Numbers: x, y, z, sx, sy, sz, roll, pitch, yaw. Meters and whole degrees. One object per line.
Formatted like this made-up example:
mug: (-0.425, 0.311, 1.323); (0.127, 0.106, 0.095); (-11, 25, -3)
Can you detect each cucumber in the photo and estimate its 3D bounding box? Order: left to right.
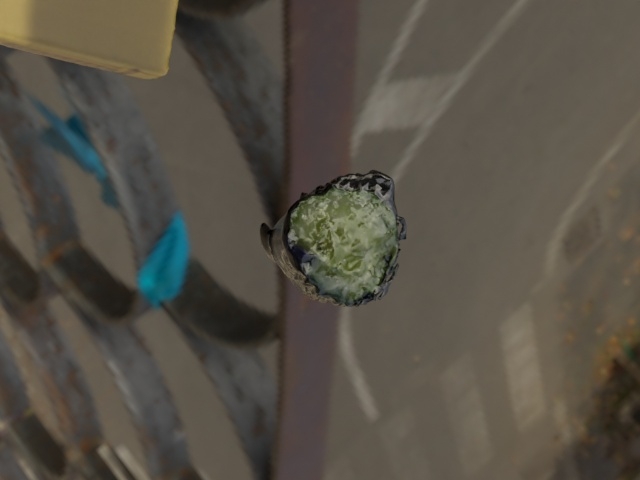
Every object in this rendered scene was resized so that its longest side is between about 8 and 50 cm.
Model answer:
cucumber: (0.000, 0.000, 0.536); (0.163, 0.039, 0.043); (155, -58, -84)

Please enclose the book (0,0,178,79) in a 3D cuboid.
book: (-0.180, -0.222, 0.648); (0.389, 0.032, 0.269); (10, 83, -54)
